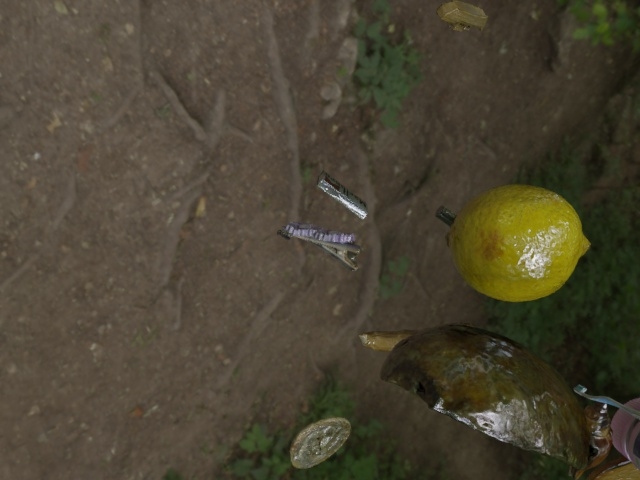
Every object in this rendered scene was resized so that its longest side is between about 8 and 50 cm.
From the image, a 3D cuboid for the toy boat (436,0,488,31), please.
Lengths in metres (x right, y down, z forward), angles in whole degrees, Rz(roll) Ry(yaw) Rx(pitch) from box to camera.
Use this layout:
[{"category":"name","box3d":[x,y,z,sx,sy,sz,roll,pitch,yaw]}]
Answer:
[{"category":"toy boat","box3d":[0.390,-0.610,1.763,0.206,0.065,0.072,-5,151,-46]}]

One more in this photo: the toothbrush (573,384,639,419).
[{"category":"toothbrush","box3d":[0.465,0.262,1.031,0.017,0.014,0.162,-41,-165,-9]}]

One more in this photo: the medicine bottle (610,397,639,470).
[{"category":"medicine bottle","box3d":[0.867,0.520,1.567,0.178,0.291,0.178,-2,101,-10]}]

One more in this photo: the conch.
[{"category":"conch","box3d":[0.588,0.433,1.387,0.080,0.086,0.233,-14,112,-9]}]

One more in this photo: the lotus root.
[{"category":"lotus root","box3d":[0.256,0.207,0.910,0.314,0.210,0.142,28,82,-34]}]

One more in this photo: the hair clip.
[{"category":"hair clip","box3d":[0.000,0.000,1.623,0.106,0.292,0.085,-5,109,-48]}]

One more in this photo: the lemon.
[{"category":"lemon","box3d":[0.407,0.004,1.340,0.267,0.267,0.267,-28,148,-20]}]

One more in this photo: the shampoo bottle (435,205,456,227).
[{"category":"shampoo bottle","box3d":[0.341,-0.024,1.501,0.165,0.080,0.040,33,104,-13]}]

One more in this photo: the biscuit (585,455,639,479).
[{"category":"biscuit","box3d":[0.872,0.652,1.804,0.228,0.031,0.176,7,128,-14]}]

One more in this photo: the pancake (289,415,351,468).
[{"category":"pancake","box3d":[-0.001,0.442,1.413,0.158,0.028,0.158,-20,133,-23]}]

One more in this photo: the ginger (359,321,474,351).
[{"category":"ginger","box3d":[0.217,0.227,1.414,0.131,0.294,0.086,-25,105,-52]}]

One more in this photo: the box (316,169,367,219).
[{"category":"box","box3d":[0.069,-0.141,1.961,0.036,0.177,0.115,-50,-168,17]}]
